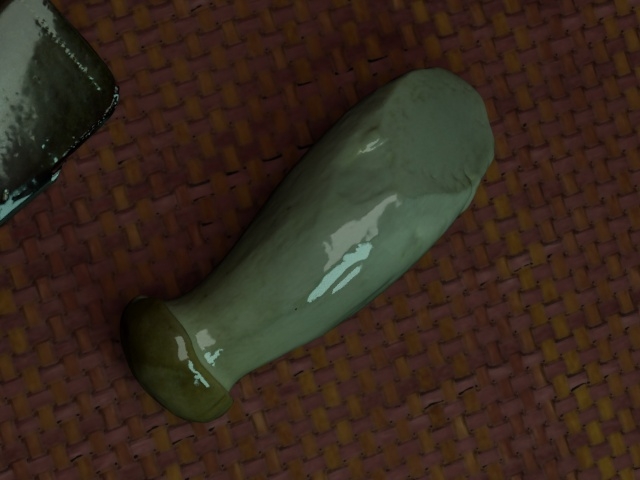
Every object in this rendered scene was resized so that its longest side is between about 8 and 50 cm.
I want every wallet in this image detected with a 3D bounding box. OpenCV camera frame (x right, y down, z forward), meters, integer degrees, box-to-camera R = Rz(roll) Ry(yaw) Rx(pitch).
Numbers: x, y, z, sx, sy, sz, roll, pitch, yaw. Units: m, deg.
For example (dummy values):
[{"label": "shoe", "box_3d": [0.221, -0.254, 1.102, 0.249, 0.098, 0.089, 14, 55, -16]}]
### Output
[{"label": "wallet", "box_3d": [-0.272, -0.068, 1.437, 0.255, 0.031, 0.137, -43, 104, -11]}]

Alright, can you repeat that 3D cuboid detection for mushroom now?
[{"label": "mushroom", "box_3d": [0.000, 0.000, 1.474, 0.350, 0.128, 0.128, -39, 100, -9]}]
